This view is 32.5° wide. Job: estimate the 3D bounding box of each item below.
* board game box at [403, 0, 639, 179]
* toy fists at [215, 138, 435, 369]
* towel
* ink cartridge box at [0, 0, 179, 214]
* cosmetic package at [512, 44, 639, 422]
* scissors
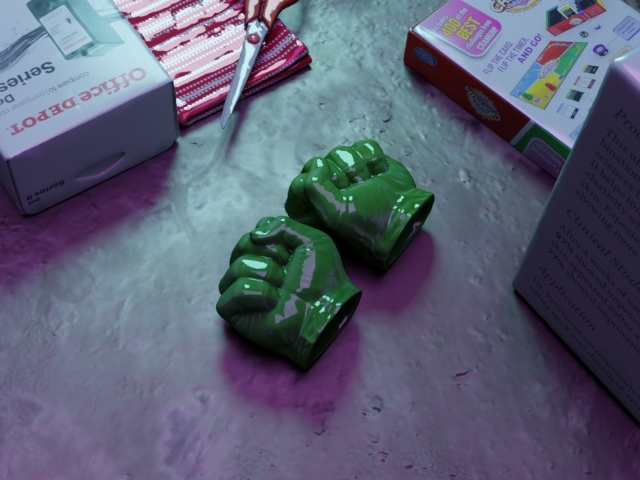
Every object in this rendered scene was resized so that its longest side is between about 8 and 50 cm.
[{"bbox_3d":[0.299,-0.214,1.356,0.316,0.064,0.242,41,65,18],"label":"board game box"},{"bbox_3d":[0.000,0.000,1.189,0.142,0.096,0.279,32,64,15],"label":"toy fists"},{"bbox_3d":[-0.164,-0.281,1.380,0.199,0.031,0.275,-30,66,-19],"label":"towel"},{"bbox_3d":[-0.324,-0.203,1.267,0.211,0.121,0.289,-30,67,-20],"label":"ink cartridge box"},{"bbox_3d":[0.445,-0.015,1.059,0.327,0.393,0.329,-31,67,-21],"label":"cosmetic package"},{"bbox_3d":[-0.068,-0.258,1.343,0.109,0.021,0.297,2,59,-5],"label":"scissors"}]
